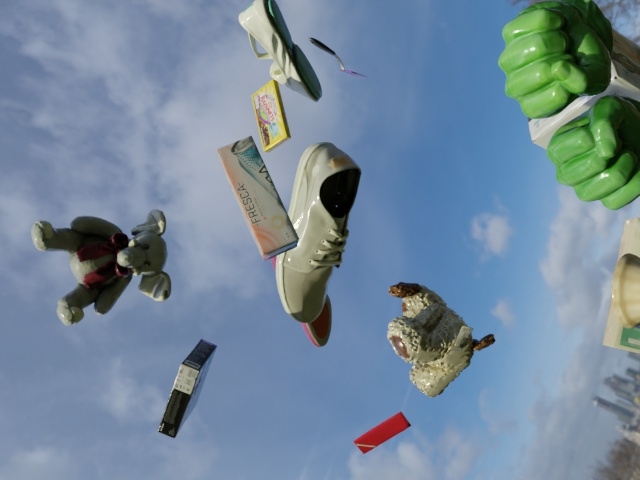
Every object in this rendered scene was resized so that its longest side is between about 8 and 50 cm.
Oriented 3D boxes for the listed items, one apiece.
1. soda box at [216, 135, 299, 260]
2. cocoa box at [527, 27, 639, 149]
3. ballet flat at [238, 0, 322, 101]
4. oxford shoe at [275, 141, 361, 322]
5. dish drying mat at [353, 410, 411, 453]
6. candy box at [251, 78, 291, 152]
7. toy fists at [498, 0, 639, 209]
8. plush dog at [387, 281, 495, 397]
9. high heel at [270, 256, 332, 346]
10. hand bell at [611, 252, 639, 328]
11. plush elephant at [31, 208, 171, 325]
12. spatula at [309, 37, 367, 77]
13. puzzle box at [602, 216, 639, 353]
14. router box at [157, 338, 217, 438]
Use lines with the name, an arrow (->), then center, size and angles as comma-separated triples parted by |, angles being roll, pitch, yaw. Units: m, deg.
soda box -> -0.097, -0.064, 0.807 | 0.063, 0.183, 0.058 | -24, -8, -9
cocoa box -> 0.701, -0.317, 1.253 | 0.347, 0.231, 0.228 | 20, -126, -20
ballet flat -> -0.126, -0.582, 1.637 | 0.139, 0.139, 0.400 | -58, -36, -14
oxford shoe -> 0.000, 0.000, 1.218 | 0.169, 0.130, 0.449 | -9, -64, -46
dish drying mat -> 0.091, 0.283, 0.762 | 0.083, 0.008, 0.032 | -33, -71, 5
candy box -> -0.156, -0.389, 1.627 | 0.027, 0.105, 0.206 | 8, -117, -52
toy fists -> 0.331, -0.171, 0.654 | 0.142, 0.096, 0.279 | -36, -82, -19
plush dog -> 0.260, 0.197, 1.213 | 0.210, 0.225, 0.262 | -28, -49, 4
high heel -> -0.072, 0.188, 1.794 | 0.127, 0.181, 0.377 | -2, -106, -37
hand bell -> 0.589, 0.082, 0.776 | 0.126, 0.242, 0.126 | 1, -92, -37
plush elephant -> -0.525, 0.050, 1.377 | 0.330, 0.255, 0.272 | -20, -82, -71
spatula -> 0.060, -0.675, 1.940 | 0.296, 0.084, 0.030 | 25, -88, -44
puzzle box -> 0.800, 0.125, 1.038 | 0.052, 0.408, 0.272 | 51, -128, -83
router box -> -0.297, 0.330, 1.171 | 0.133, 0.046, 0.179 | -63, -5, -77
